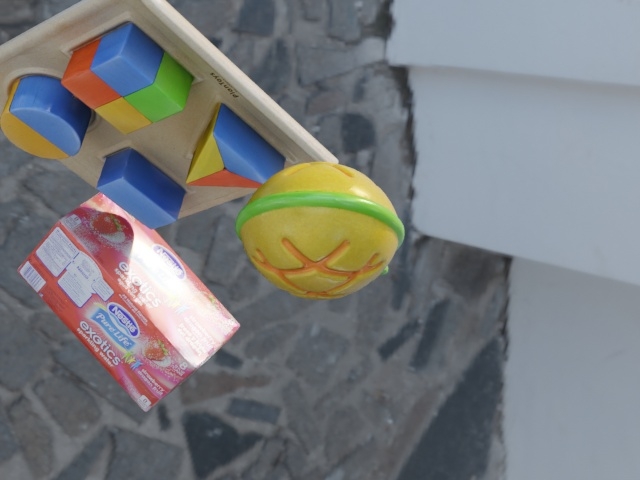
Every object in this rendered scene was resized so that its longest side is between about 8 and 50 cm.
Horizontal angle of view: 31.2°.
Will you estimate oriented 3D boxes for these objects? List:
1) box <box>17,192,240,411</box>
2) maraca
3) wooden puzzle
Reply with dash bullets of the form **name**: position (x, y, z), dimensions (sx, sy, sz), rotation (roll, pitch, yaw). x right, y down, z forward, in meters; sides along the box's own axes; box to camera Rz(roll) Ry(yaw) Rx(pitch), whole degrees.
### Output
- **box**: position (-0.248, 0.075, 1.491), dimensions (0.257, 0.128, 0.122), rotation (48, 37, 0)
- **maraca**: position (0.000, 0.000, 0.879), dimensions (0.186, 0.127, 0.099), rotation (84, 11, -71)
- **wooden puzzle**: position (-0.204, -0.119, 1.271), dimensions (0.322, 0.347, 0.081), rotation (40, 52, -37)
